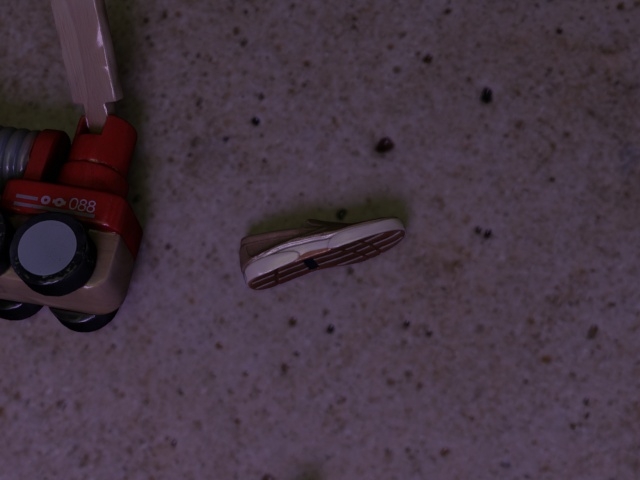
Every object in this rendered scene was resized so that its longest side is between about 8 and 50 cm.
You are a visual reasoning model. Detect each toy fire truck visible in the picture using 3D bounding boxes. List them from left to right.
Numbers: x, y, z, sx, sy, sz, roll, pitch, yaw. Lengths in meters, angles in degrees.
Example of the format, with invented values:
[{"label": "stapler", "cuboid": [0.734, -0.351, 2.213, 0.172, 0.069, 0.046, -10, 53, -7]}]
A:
[{"label": "toy fire truck", "cuboid": [-0.244, -0.077, 0.717, 0.216, 0.158, 0.247, 9, 67, 6]}]

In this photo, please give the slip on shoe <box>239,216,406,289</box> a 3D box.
[{"label": "slip on shoe", "cuboid": [0.000, 0.000, 0.728, 0.135, 0.051, 0.041, -19, 66, 5]}]
